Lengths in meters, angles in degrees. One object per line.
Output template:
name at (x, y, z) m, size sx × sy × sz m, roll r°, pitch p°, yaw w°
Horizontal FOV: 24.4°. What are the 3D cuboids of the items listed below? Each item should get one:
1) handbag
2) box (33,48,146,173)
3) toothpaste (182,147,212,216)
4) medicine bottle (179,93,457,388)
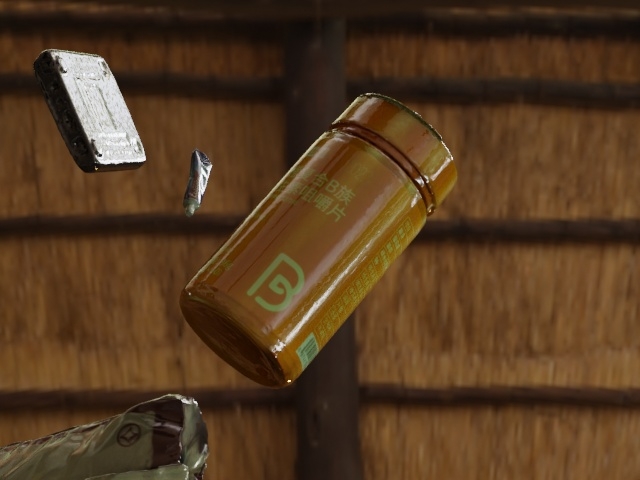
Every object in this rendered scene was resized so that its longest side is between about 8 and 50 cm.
handbag at (-0.172, 0.228, 1.053) m, size 0.235 × 0.213 × 0.127 m, roll -18°, pitch 166°, yaw 34°
box at (-0.221, -0.127, 1.451) m, size 0.027 × 0.126 × 0.125 m, roll -26°, pitch 176°, yaw 20°
toothpaste at (-0.128, -0.058, 1.522) m, size 0.019 × 0.027 × 0.083 m, roll -30°, pitch -144°, yaw 38°
medicine bottle at (0.000, 0.000, 0.988) m, size 0.096 × 0.096 × 0.192 m, roll 27°, pitch -114°, yaw 34°
